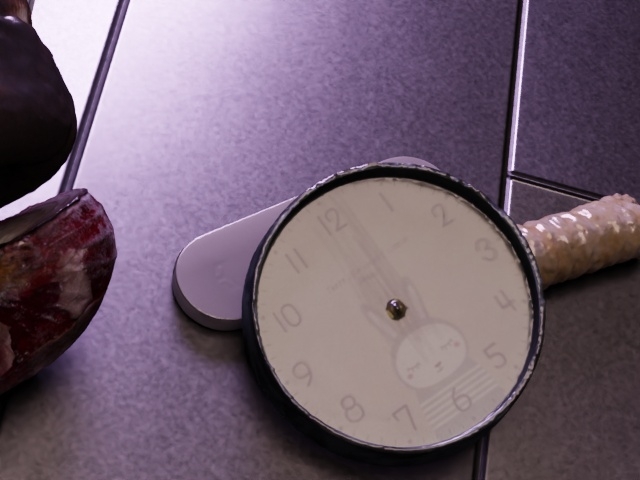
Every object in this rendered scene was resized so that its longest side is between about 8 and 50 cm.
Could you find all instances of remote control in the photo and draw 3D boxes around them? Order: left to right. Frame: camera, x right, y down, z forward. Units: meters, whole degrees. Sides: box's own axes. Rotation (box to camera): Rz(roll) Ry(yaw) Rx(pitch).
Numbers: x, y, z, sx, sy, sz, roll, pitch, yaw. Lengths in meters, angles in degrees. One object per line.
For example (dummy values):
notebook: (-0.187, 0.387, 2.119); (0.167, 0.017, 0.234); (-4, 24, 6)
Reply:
remote control: (0.000, 0.000, 1.122); (0.245, 0.022, 0.077); (-23, 65, -29)

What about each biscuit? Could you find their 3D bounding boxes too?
biscuit: (0.164, 0.009, 1.145); (0.219, 0.055, 0.061); (-14, 53, -24)

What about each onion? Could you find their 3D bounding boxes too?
onion: (-0.220, 0.049, 0.979); (0.206, 0.151, 0.098); (-31, 104, -21)

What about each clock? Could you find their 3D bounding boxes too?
clock: (0.052, 0.048, 1.052); (0.215, 0.042, 0.214); (2, 74, -7)

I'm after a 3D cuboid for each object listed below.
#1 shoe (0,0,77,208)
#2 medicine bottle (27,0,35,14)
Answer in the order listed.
shoe: (-0.355, -0.071, 0.957); (0.384, 0.171, 0.237); (-18, 73, -9)
medicine bottle: (-0.325, -0.183, 1.110); (0.219, 0.078, 0.115); (13, 62, -9)
